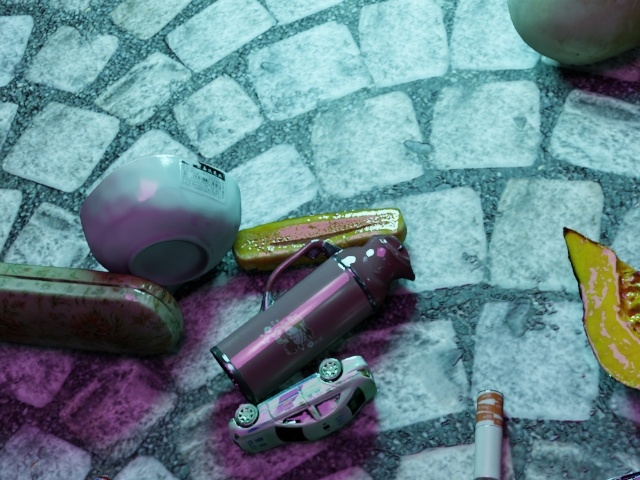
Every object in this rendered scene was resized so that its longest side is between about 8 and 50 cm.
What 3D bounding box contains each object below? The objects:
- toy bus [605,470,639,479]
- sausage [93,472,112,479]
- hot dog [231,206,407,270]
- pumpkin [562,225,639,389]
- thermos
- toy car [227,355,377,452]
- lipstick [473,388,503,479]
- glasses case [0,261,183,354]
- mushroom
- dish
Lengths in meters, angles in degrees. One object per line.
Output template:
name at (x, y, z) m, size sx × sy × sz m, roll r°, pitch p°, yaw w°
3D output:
toy bus at (0.398, 0.388, 1.402) m, size 0.090 × 0.106 × 0.184 m, roll -20°, pitch 58°, yaw 8°
sausage at (-0.332, 0.400, 1.663) m, size 0.034 × 0.034 × 0.129 m, roll 5°, pitch 58°, yaw 20°
hot dog at (-0.001, 0.000, 1.819) m, size 0.286 × 0.061 × 0.087 m, roll -5°, pitch 56°, yaw 15°
pumpkin at (0.430, 0.118, 1.595) m, size 0.278 × 0.111 × 0.163 m, roll 30°, pitch 85°, yaw 30°
thermos at (-0.012, 0.097, 1.723) m, size 0.330 × 0.109 × 0.136 m, roll -37°, pitch 63°, yaw -10°
toy car at (-0.023, 0.246, 1.640) m, size 0.224 × 0.090 × 0.076 m, roll -28°, pitch 59°, yaw -3°
lipstick at (0.233, 0.273, 1.574) m, size 0.038 × 0.038 × 0.130 m, roll -2°, pitch 56°, yaw 16°
glasses case at (-0.421, 0.108, 1.814) m, size 0.425 × 0.156 × 0.098 m, roll 4°, pitch 53°, yaw 19°
mushroom at (0.442, -0.448, 1.901) m, size 0.293 × 0.292 × 0.290 m, roll -17°, pitch 24°, yaw 5°
dish at (-0.242, -0.012, 1.783) m, size 0.256 × 0.256 × 0.117 m, roll -17°, pitch 56°, yaw 5°
